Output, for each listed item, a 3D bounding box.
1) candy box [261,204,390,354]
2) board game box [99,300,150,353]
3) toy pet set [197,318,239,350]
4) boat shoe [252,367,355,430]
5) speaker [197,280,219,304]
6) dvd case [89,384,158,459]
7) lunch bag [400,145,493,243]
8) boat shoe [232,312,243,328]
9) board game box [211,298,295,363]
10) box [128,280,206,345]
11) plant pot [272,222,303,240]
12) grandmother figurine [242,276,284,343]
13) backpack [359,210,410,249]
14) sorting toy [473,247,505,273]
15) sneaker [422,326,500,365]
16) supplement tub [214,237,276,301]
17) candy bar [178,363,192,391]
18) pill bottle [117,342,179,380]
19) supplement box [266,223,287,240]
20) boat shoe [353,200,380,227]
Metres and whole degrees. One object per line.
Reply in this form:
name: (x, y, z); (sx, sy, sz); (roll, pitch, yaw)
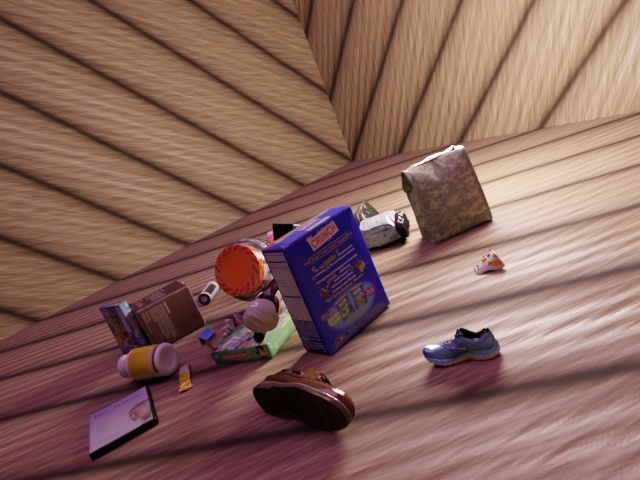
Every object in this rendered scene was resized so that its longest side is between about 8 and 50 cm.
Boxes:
candy box: (0.021, 0.102, 1.503); (0.268, 0.317, 0.122); (-33, 18, -38)
board game box: (-0.712, 0.320, 2.011); (0.136, 0.201, 0.035); (-10, 19, 38)
toy pet set: (-0.327, 0.289, 1.746); (0.114, 0.065, 0.122); (-46, -3, -35)
boat shoe: (-0.027, 0.322, 1.193); (0.104, 0.110, 0.307); (-34, 19, -36)
speaker: (-0.467, 0.219, 2.310); (0.055, 0.055, 0.136); (-19, 14, 10)
dvd case: (-0.544, 0.490, 1.518); (0.180, 0.022, 0.253); (-27, 15, -18)
lunch bag: (0.430, -0.168, 1.940); (0.235, 0.287, 0.169); (-24, 15, -3)
boat shoe: (-0.273, 0.275, 1.862); (0.046, 0.038, 0.125); (19, 3, -19)
board game box: (-0.168, 0.268, 1.723); (0.214, 0.046, 0.317); (-13, 17, 30)
box: (-0.565, 0.273, 2.036); (0.203, 0.167, 0.168); (-28, 15, -23)
plant pot: (-0.075, 0.019, 2.218); (0.167, 0.187, 0.188); (-6, 5, -31)
grandmother figurine: (-0.151, 0.189, 1.534); (0.104, 0.207, 0.342); (7, 1, 2)
backpack: (0.241, -0.041, 2.100); (0.182, 0.115, 0.152); (-19, 17, 21)
sorting toy: (0.468, 0.065, 1.561); (0.075, 0.045, 0.083); (-39, 11, 12)
sneaker: (0.294, 0.217, 1.181); (0.162, 0.073, 0.063); (-16, 16, 22)
supplement tub: (-0.198, 0.098, 1.856); (0.207, 0.207, 0.338); (-17, -8, 19)
candy bar: (-0.399, 0.402, 1.631); (0.040, 0.018, 0.161); (-21, 14, -10)
pill bottle: (-0.545, 0.384, 1.737); (0.184, 0.103, 0.103); (-14, 16, 26)
supplement box: (-0.175, 0.016, 2.498); (0.114, 0.111, 0.220); (-22, 14, 3)
boat shoe: (0.176, -0.079, 2.319); (0.120, 0.122, 0.324); (-45, -3, 18)
